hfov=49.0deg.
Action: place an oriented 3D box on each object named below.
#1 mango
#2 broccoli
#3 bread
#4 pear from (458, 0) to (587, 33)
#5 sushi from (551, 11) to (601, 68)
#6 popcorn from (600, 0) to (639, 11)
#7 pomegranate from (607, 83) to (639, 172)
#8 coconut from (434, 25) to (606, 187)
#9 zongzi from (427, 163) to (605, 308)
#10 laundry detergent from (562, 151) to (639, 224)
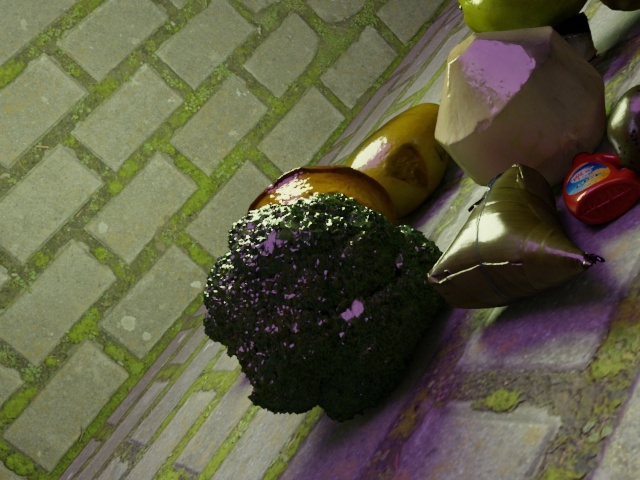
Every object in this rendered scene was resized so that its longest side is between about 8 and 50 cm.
[{"bbox_3d":[0.177,-0.186,1.551,0.253,0.182,0.365,-34,19,50],"label":"mango"},{"bbox_3d":[-0.002,0.091,1.063,0.413,0.310,0.321,-9,13,11],"label":"broccoli"},{"bbox_3d":[0.003,-0.004,1.376,0.312,0.312,0.172,-42,30,23],"label":"bread"},{"bbox_3d":[0.380,-0.473,1.288,0.269,0.212,0.212,-13,32,36],"label":"pear"},{"bbox_3d":[0.374,-0.292,1.289,0.273,0.109,0.134,-26,-8,14],"label":"sushi"},{"bbox_3d":[0.587,-0.542,1.253,0.212,0.259,0.259,-20,16,5],"label":"popcorn"},{"bbox_3d":[0.397,-0.130,0.831,0.114,0.114,0.142,-45,-13,9],"label":"pomegranate"},{"bbox_3d":[0.295,-0.208,1.069,0.259,0.259,0.259,-44,12,12],"label":"coconut"},{"bbox_3d":[0.272,-0.025,0.865,0.228,0.115,0.256,-53,11,-27],"label":"zongzi"},{"bbox_3d":[0.360,-0.082,0.914,0.097,0.049,0.165,-30,17,22],"label":"laundry detergent"}]
